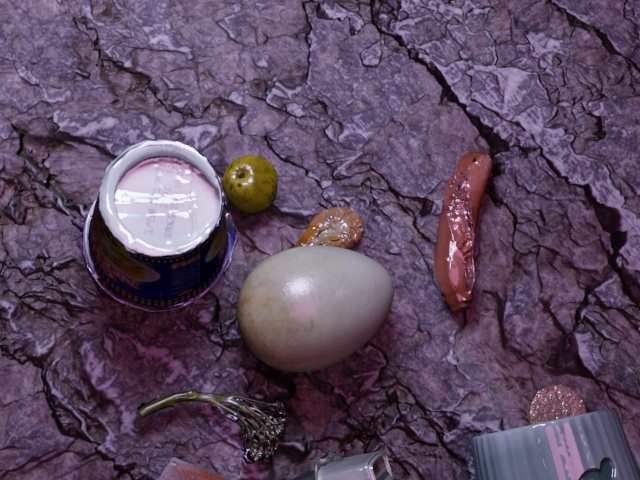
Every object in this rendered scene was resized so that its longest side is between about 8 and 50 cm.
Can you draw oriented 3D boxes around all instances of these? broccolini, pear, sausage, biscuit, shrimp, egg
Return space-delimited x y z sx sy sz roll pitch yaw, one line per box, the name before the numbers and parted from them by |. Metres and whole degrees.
broccolini | -0.189 0.330 1.691 0.272 0.062 0.123 7 61 -14
pear | -0.128 -0.104 1.764 0.107 0.131 0.107 -1 75 5
sausage | 0.269 -0.022 1.841 0.087 0.079 0.326 9 75 8
biscuit | 0.452 0.334 1.826 0.120 0.015 0.120 2 79 -10
shrimp | 0.000 0.000 1.812 0.184 0.043 0.091 -34 78 -21
egg | -0.004 0.115 1.693 0.296 0.218 0.218 -12 80 -23

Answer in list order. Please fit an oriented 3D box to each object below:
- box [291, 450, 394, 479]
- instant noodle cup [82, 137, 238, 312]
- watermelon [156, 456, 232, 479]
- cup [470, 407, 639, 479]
box | 0.055 0.501 1.616 0.166 0.220 0.290 -17 81 9
instant noodle cup | -0.270 -0.036 1.629 0.284 0.312 0.284 2 78 -10
watermelon | -0.184 0.465 1.606 0.213 0.261 0.201 23 47 -1
cup | 0.445 0.510 1.674 0.310 0.401 0.392 -16 76 21
